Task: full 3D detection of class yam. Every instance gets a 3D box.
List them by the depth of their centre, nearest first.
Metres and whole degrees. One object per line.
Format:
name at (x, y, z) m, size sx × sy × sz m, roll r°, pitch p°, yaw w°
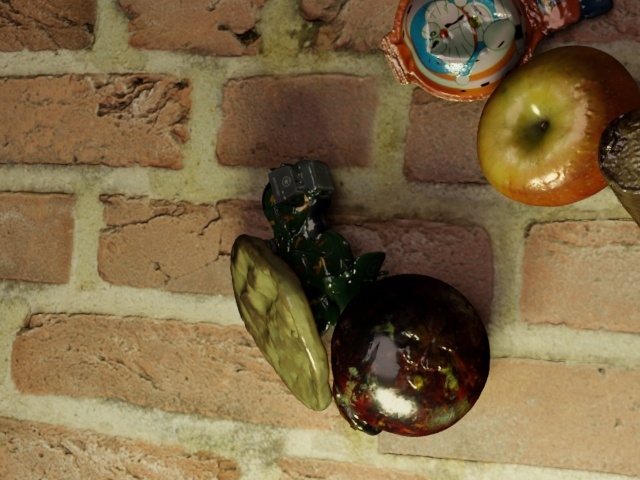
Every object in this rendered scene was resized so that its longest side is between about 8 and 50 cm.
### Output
yam at (0.437, -0.077, 1.665) m, size 0.131 × 0.279 × 0.131 m, roll -8°, pitch 72°, yaw 25°

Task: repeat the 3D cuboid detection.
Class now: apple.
apple at (0.332, -0.151, 1.776) m, size 0.235 × 0.173 × 0.210 m, roll -18°, pitch 74°, yaw 34°

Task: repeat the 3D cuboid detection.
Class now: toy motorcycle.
toy motorcycle at (0.000, 0.000, 1.951) m, size 0.187 × 0.125 × 0.275 m, roll -25°, pitch 75°, yaw 32°

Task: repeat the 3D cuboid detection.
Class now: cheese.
cheese at (0.249, -0.318, 1.857) m, size 0.329 × 0.129 × 0.217 m, roll -20°, pitch 81°, yaw 5°

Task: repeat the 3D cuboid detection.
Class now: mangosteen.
mangosteen at (0.108, 0.177, 1.848) m, size 0.289 × 0.231 × 0.231 m, roll -46°, pitch 62°, yaw 55°

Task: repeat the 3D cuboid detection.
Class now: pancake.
pancake at (-0.057, 0.119, 1.908) m, size 0.049 × 0.294 × 0.294 m, roll -25°, pitch 70°, yaw -18°
